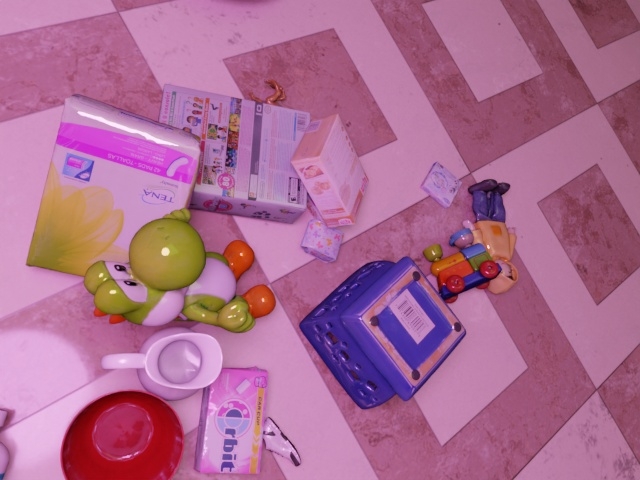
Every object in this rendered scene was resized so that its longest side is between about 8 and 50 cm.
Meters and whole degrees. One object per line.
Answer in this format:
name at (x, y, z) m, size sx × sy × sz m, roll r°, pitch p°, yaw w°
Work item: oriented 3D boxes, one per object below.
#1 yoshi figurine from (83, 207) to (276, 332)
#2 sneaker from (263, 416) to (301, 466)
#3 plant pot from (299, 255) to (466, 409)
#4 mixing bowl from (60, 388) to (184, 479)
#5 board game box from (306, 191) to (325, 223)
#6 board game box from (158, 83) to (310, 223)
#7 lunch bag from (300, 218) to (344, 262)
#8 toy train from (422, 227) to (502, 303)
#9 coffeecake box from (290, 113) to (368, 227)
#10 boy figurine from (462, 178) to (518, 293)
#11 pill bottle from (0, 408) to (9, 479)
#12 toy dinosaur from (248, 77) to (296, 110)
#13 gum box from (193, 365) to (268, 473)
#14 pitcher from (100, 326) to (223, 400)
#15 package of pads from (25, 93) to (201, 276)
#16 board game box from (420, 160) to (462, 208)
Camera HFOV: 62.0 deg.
yoshi figurine at (-0.198, 0.054, 0.873) m, size 0.362 × 0.204 × 0.202 m, roll 10°, pitch 89°, yaw -64°
sneaker at (-0.080, 0.390, 1.014) m, size 0.044 × 0.040 × 0.109 m, roll -40°, pitch 90°, yaw -13°
plant pot at (0.134, 0.178, 1.074) m, size 0.236 × 0.212 × 0.236 m, roll -38°, pitch 92°, yaw -27°
mixing bowl at (-0.322, 0.326, 0.870) m, size 0.182 × 0.098 × 0.181 m, roll 2°, pitch 86°, yaw -22°
board game box at (0.002, -0.118, 1.212) m, size 0.103 × 0.026 × 0.154 m, roll -32°, pitch 89°, yaw -29°
board game box at (-0.181, -0.172, 1.089) m, size 0.304 × 0.097 × 0.223 m, roll 8°, pitch 71°, yaw -18°
lunch bag at (0.000, 0.000, 1.161) m, size 0.083 × 0.053 × 0.071 m, roll 28°, pitch 66°, yaw -26°
toy train at (0.283, 0.074, 1.258) m, size 0.248 × 0.105 × 0.143 m, roll -22°, pitch 67°, yaw -6°
coffeecake box at (0.026, -0.143, 1.108) m, size 0.185 × 0.068 × 0.142 m, roll 59°, pitch 37°, yaw -38°
boy figurine at (0.432, -0.010, 1.347) m, size 0.177 × 0.092 × 0.285 m, roll 13°, pitch 66°, yaw -28°
pill bottle at (-0.536, 0.363, 0.739) m, size 0.146 × 0.146 × 0.263 m, roll 20°, pitch 66°, yaw -19°
toy dinosaur at (-0.099, -0.301, 1.213) m, size 0.212 × 0.064 × 0.112 m, roll 5°, pitch 90°, yaw -14°
gum box at (-0.163, 0.323, 0.976) m, size 0.107 × 0.062 × 0.188 m, roll 11°, pitch 70°, yaw -22°
pitcher at (-0.265, 0.202, 0.881) m, size 0.178 × 0.207 × 0.125 m, roll 6°, pitch 75°, yaw -18°
package of pads at (-0.345, -0.071, 0.917) m, size 0.229 × 0.101 × 0.296 m, roll 17°, pitch 106°, yaw -20°
board game box at (0.311, -0.143, 1.370) m, size 0.090 × 0.020 × 0.090 m, roll 39°, pitch 61°, yaw -10°
